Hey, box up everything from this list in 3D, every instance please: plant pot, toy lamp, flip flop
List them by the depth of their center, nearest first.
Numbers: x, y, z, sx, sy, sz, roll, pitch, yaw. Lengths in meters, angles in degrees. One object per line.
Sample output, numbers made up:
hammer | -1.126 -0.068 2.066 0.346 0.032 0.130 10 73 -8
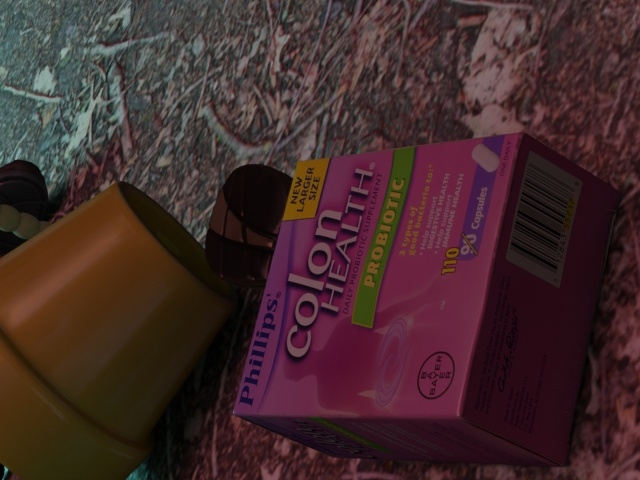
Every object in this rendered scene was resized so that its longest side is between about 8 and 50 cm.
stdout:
flip flop | 0.000 0.000 1.695 0.277 0.080 0.112 7 77 44
plant pot | -0.217 0.081 1.837 0.239 0.254 0.254 -45 32 7
toy lamp | -0.385 -0.039 2.146 0.080 0.275 0.080 -39 39 41

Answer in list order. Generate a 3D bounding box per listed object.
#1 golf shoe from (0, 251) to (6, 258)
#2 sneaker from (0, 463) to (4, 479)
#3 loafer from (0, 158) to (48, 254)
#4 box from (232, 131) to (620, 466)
golf shoe | -0.401 0.109 2.221 0.105 0.120 0.273 -52 39 22
sneaker | -0.415 0.285 2.168 0.121 0.079 0.217 20 117 25
loafer | -0.428 0.000 2.372 0.302 0.109 0.095 -51 28 31
box | 0.076 0.047 1.446 0.243 0.117 0.213 -5 65 48
